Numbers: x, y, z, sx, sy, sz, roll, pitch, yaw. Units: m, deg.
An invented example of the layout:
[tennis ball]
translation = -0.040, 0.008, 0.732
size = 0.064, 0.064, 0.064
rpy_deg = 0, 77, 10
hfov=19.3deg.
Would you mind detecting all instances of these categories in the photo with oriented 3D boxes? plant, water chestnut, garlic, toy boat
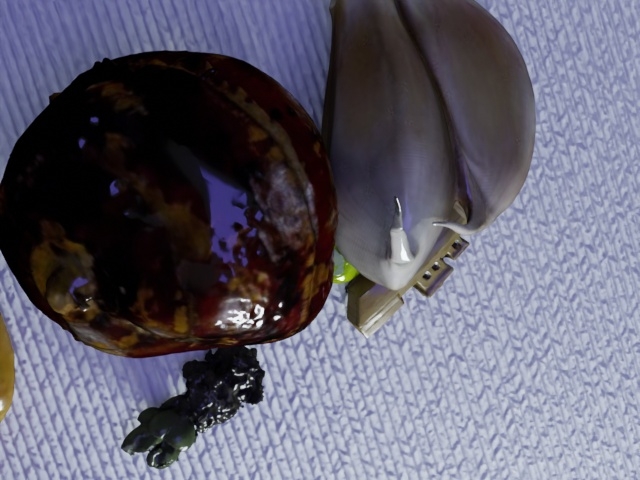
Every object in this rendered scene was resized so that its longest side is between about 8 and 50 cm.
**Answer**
[plant]
translation = -0.128, 0.172, 1.945
size = 0.174, 0.087, 0.085
rpy_deg = -41, 77, -10
[water chestnut]
translation = -0.125, -0.045, 1.815
size = 0.335, 0.347, 0.335
rpy_deg = 13, 119, 24
[garlic]
translation = 0.116, -0.091, 1.860
size = 0.231, 0.340, 0.246
rpy_deg = 0, 140, -11
[toy boat]
translation = 0.108, 0.019, 1.988
size = 0.206, 0.064, 0.072
rpy_deg = -45, 121, -4

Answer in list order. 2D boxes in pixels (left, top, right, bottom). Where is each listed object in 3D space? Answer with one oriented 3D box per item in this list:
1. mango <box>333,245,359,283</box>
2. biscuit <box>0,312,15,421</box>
[mango]
translation = 0.000, 0.000, 1.957
size = 0.108, 0.056, 0.073
rpy_deg = 25, 87, -14
[biscuit]
translation = -0.447, 0.136, 1.842
size = 0.296, 0.102, 0.296
rpy_deg = -2, 99, -17
